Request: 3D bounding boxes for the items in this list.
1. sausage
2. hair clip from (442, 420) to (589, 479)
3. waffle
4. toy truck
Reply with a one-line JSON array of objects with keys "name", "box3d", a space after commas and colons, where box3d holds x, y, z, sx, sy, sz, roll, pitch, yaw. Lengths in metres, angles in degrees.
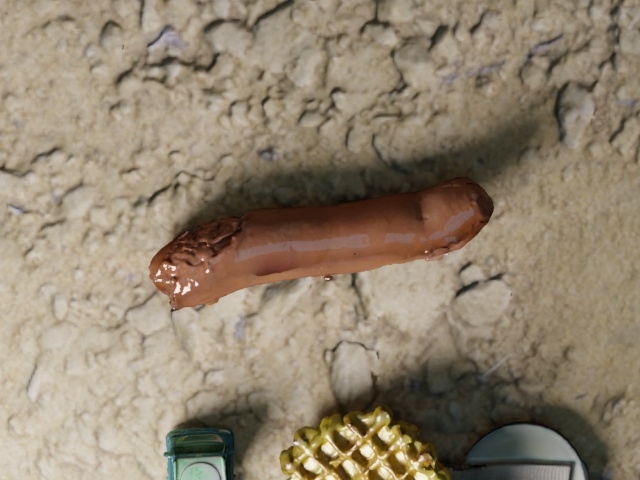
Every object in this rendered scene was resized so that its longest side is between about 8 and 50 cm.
[{"name": "sausage", "box3d": [0.000, 0.001, 1.511, 0.304, 0.078, 0.078, -10, 105, -1]}, {"name": "hair clip", "box3d": [0.176, 0.222, 1.596, 0.172, 0.049, 0.116, -1, 109, -8]}, {"name": "waffle", "box3d": [0.048, 0.237, 1.562, 0.191, 0.038, 0.191, 6, 110, 17]}, {"name": "toy truck", "box3d": [-0.106, 0.261, 1.562, 0.067, 0.081, 0.175, -2, 104, -3]}]
